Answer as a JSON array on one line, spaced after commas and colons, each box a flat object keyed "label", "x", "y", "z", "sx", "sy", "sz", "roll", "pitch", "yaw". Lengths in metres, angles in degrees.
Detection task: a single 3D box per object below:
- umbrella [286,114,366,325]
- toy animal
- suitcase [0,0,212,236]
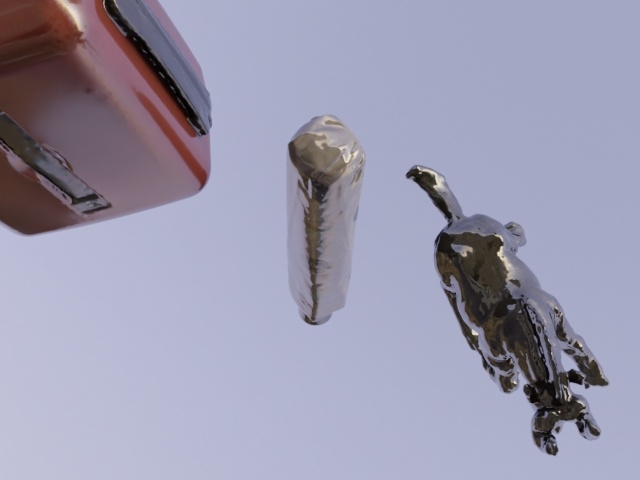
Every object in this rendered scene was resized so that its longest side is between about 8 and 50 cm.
[{"label": "umbrella", "x": 0.000, "y": 0.000, "z": 0.911, "sx": 0.067, "sy": 0.073, "sz": 0.337, "roll": -22, "pitch": -28, "yaw": -14}, {"label": "toy animal", "x": 0.141, "y": 0.044, "z": 0.652, "sx": 0.084, "sy": 0.232, "sz": 0.148, "roll": -25, "pitch": -27, "yaw": 4}, {"label": "suitcase", "x": -0.231, "y": -0.132, "z": 0.736, "sx": 0.236, "sy": 0.161, "sz": 0.297, "roll": -14, "pitch": -25, "yaw": 9}]
